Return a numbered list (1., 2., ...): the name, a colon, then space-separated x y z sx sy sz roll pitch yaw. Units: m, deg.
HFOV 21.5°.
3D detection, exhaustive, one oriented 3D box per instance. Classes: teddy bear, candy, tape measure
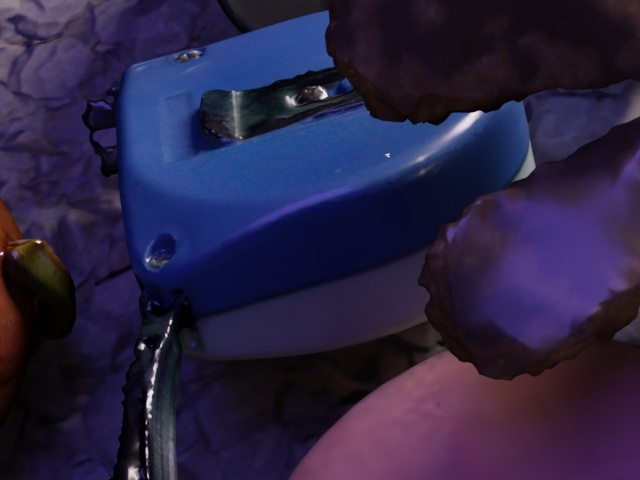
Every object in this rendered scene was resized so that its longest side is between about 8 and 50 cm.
1. teddy bear: 0.157 -0.077 0.730 0.296 0.222 0.246 -20 90 -1
2. candy: 0.099 0.153 0.680 0.255 0.094 0.255 -7 53 10
3. tape measure: 0.000 0.000 0.752 0.215 0.098 0.351 -16 33 2

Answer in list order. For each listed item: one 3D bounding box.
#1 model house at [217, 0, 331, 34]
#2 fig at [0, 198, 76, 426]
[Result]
1. model house: 0.008 -0.255 0.981 0.218 0.205 0.278 -23 20 0
2. fig: -0.214 0.036 0.800 0.205 0.205 0.205 -7 53 10
